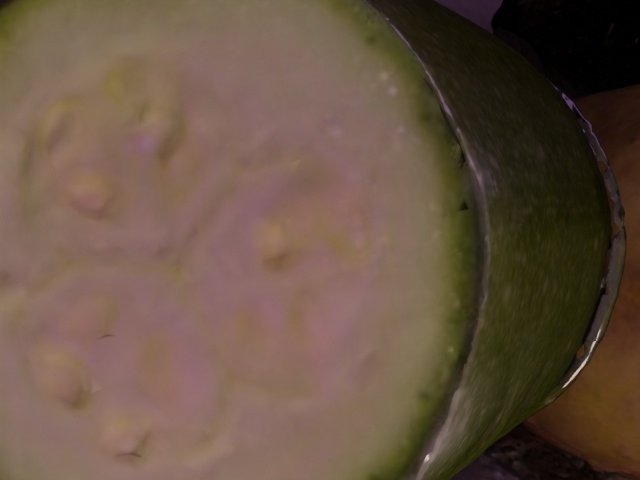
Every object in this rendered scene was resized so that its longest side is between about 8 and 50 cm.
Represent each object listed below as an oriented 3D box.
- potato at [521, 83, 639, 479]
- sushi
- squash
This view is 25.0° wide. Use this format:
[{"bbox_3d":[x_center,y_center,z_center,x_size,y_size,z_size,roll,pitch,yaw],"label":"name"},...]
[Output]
[{"bbox_3d":[0.209,0.046,0.940,0.237,0.300,0.288,-20,43,0],"label":"potato"},{"bbox_3d":[0.308,-0.148,1.190,0.234,0.207,0.348,30,11,-47],"label":"sushi"},{"bbox_3d":[0.000,0.000,0.705,0.263,0.263,0.384,43,14,14],"label":"squash"}]
